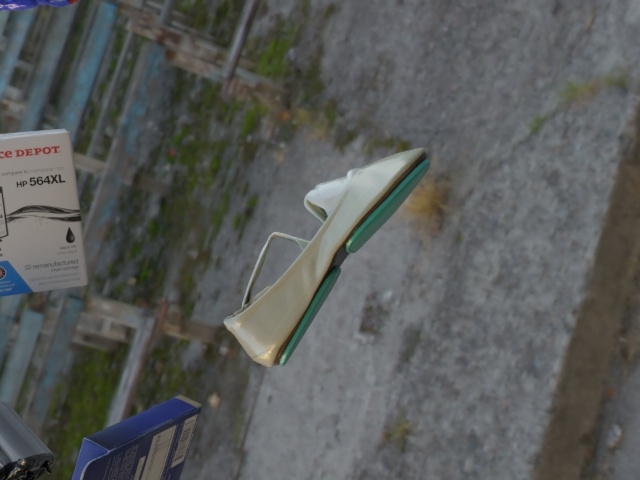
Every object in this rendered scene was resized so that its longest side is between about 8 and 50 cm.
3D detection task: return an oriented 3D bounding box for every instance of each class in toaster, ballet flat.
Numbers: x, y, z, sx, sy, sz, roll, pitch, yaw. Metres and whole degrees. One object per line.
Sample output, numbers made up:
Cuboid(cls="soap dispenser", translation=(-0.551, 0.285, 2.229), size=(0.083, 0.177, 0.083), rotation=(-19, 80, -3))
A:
Cuboid(cls="toaster", translation=(-0.425, 0.284, 1.314), size=(0.186, 0.110, 0.168), rotation=(-42, -9, 1))
Cuboid(cls="ballet flat", translation=(0.000, 0.000, 0.988), size=(0.248, 0.086, 0.086), rotation=(-54, 16, -3))

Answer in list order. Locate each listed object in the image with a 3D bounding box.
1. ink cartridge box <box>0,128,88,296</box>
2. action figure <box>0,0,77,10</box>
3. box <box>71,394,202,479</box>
Cuboid(cls="ink cartridge box", translation=(-0.388, -0.037, 1.400), size=(0.086, 0.148, 0.203), rotation=(-158, 61, -72))
Cuboid(cls="action figure", translation=(-0.457, -0.364, 1.547), size=(0.139, 0.280, 0.091), rotation=(100, 154, -87))
Cuboid(cls="box", translation=(-0.200, 0.243, 1.077), size=(0.225, 0.036, 0.136), rotation=(-14, -56, -70))
